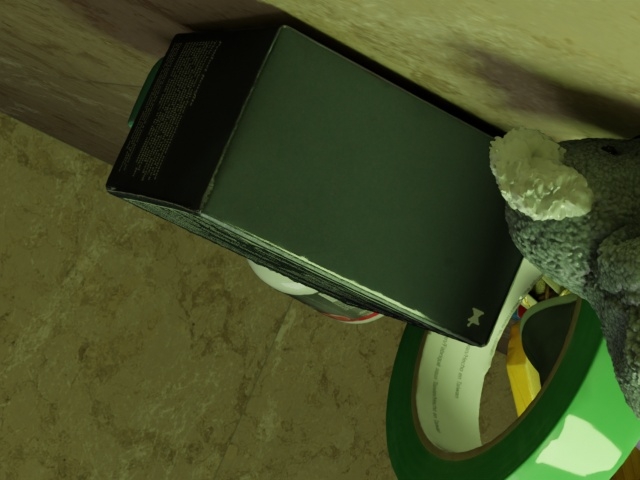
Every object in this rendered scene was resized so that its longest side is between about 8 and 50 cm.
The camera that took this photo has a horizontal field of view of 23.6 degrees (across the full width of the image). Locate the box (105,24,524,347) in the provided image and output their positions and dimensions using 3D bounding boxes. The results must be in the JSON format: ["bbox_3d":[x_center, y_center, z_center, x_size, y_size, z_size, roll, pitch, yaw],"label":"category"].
[{"bbox_3d":[0.003,-0.054,1.395,0.296,0.183,0.294,26,176,-23],"label":"box"}]

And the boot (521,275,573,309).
[{"bbox_3d":[0.205,0.032,1.565,0.203,0.095,0.262,28,-155,-18],"label":"boot"}]

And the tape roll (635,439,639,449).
[{"bbox_3d":[0.431,0.166,1.732,0.189,0.189,0.080,26,176,-30],"label":"tape roll"}]

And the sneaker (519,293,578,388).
[{"bbox_3d":[0.299,0.090,1.400,0.118,0.222,0.083,-96,-16,-58],"label":"sneaker"}]

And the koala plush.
[{"bbox_3d":[0.221,0.003,1.087,0.221,0.203,0.196,35,179,22],"label":"koala plush"}]

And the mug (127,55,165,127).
[{"bbox_3d":[-0.118,-0.138,1.584,0.129,0.097,0.158,26,174,-26],"label":"mug"}]

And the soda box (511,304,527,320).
[{"bbox_3d":[0.330,0.095,2.196,0.071,0.067,0.210,28,173,-43],"label":"soda box"}]

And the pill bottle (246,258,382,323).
[{"bbox_3d":[0.000,0.000,2.082,0.176,0.176,0.318,21,175,26],"label":"pill bottle"}]

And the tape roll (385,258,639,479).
[{"bbox_3d":[0.179,0.093,1.339,0.077,0.321,0.321,26,175,-22],"label":"tape roll"}]

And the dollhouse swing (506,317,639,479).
[{"bbox_3d":[0.416,0.235,1.874,0.315,0.305,0.347,8,-162,29],"label":"dollhouse swing"}]
